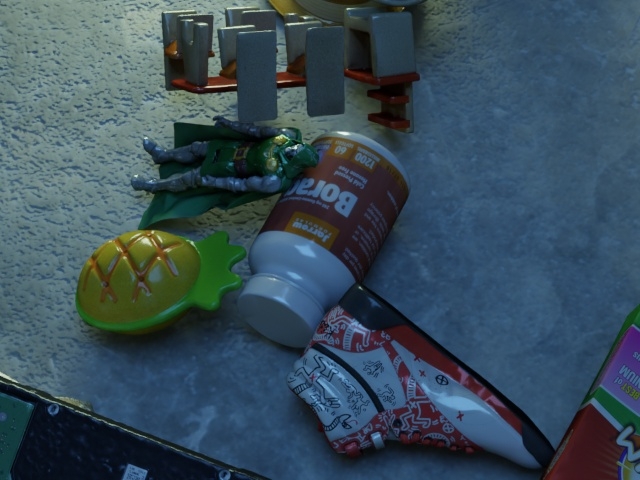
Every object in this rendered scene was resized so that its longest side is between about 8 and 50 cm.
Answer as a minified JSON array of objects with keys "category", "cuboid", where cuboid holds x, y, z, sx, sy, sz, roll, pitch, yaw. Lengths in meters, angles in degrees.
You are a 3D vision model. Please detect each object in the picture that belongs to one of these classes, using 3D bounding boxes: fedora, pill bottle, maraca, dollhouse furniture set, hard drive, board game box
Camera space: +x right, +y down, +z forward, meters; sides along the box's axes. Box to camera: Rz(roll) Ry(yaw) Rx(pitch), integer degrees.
[{"category":"fedora","cuboid":[0.020,-0.330,2.051,0.194,0.079,0.194,1,59,-1]},{"category":"pill bottle","cuboid":[0.000,0.000,1.823,0.121,0.121,0.216,22,61,12]},{"category":"maraca","cuboid":[-0.167,0.040,1.799,0.186,0.099,0.127,-9,49,14]},{"category":"dollhouse furniture set","cuboid":[-0.028,-0.176,1.882,0.259,0.135,0.262,-6,14,-21]},{"category":"hard drive","cuboid":[-0.213,0.286,1.628,0.339,0.064,0.237,19,87,10]},{"category":"board game box","cuboid":[0.345,0.244,1.686,0.242,0.064,0.316,31,63,3]}]

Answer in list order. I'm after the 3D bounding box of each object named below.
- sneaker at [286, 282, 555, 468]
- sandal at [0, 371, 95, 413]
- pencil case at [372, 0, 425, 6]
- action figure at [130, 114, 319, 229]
[{"category":"sneaker","cuboid":[0.095,0.178,1.745,0.270,0.090,0.145,39,94,-2]},{"category":"sandal","cuboid":[-0.260,0.178,1.735,0.240,0.088,0.079,32,37,7]},{"category":"pencil case","cuboid":[0.132,-0.422,1.999,0.183,0.160,0.410,10,40,17]},{"category":"action figure","cuboid":[-0.096,-0.083,1.847,0.232,0.063,0.137,-4,63,36]}]
